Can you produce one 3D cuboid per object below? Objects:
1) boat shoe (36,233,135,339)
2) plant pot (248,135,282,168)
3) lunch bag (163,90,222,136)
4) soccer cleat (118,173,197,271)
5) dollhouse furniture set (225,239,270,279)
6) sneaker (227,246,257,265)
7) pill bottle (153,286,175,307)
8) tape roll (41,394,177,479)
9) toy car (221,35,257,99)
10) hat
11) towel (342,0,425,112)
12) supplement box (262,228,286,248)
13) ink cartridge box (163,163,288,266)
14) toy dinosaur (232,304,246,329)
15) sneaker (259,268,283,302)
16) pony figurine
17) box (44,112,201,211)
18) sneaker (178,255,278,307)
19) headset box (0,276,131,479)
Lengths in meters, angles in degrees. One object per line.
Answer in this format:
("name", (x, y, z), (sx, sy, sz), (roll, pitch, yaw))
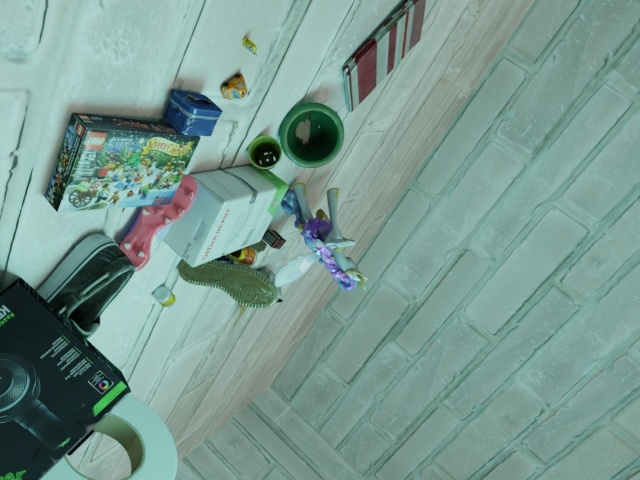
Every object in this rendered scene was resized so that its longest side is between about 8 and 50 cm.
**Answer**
("boat shoe", (-0.491, 0.146, 0.948), (0.335, 0.119, 0.121), (-53, 165, 8))
("plant pot", (-0.136, -0.212, 1.228), (0.083, 0.083, 0.079), (-49, 178, -5))
("lunch bag", (-0.232, -0.235, 0.887), (0.065, 0.067, 0.098), (-57, 162, 24))
("soccer cleat", (-0.349, -0.039, 1.037), (0.248, 0.083, 0.095), (-55, -167, 1))
("dollhouse furniture set", (-0.216, 0.098, 1.560), (0.182, 0.161, 0.101), (-26, 152, -55))
("sneaker", (-0.239, 0.019, 1.356), (0.067, 0.175, 0.064), (25, 85, -40))
("pill bottle", (-0.421, 0.157, 1.329), (0.043, 0.043, 0.083), (-46, 164, -16))
("tape roll", (-0.544, 0.525, 1.201), (0.072, 0.392, 0.392), (-55, 164, 15))
("toy car", (-0.156, -0.325, 0.946), (0.060, 0.040, 0.122), (-38, 161, -38))
("hat", (-0.039, -0.308, 1.364), (0.208, 0.183, 0.173), (20, 107, -30))
("towel", (0.184, -0.545, 1.423), (0.329, 0.037, 0.237), (-47, 167, -5))
("supplement box", (-0.161, -0.004, 1.682), (0.043, 0.055, 0.083), (-50, 165, 5))
("ink cartridge box", (-0.227, -0.070, 1.207), (0.198, 0.115, 0.273), (-58, 164, 26))
("toy dinosaur", (-0.294, 0.245, 1.920), (0.112, 0.064, 0.211), (-14, 135, -37))
("sneaker", (-0.228, 0.150, 1.823), (0.099, 0.121, 0.262), (-14, 152, 17))
("pony figurine", (0.000, 0.000, 1.557), (0.303, 0.363, 0.351), (-32, 160, 33))
("box", (-0.334, -0.131, 0.846), (0.233, 0.044, 0.159), (-13, 141, -58))
("sneaker", (-0.233, 0.107, 1.349), (0.153, 0.282, 0.099), (13, 95, -80))
("headset box", (-0.504, 0.249, 0.816), (0.246, 0.283, 0.131), (-44, -159, -21))
